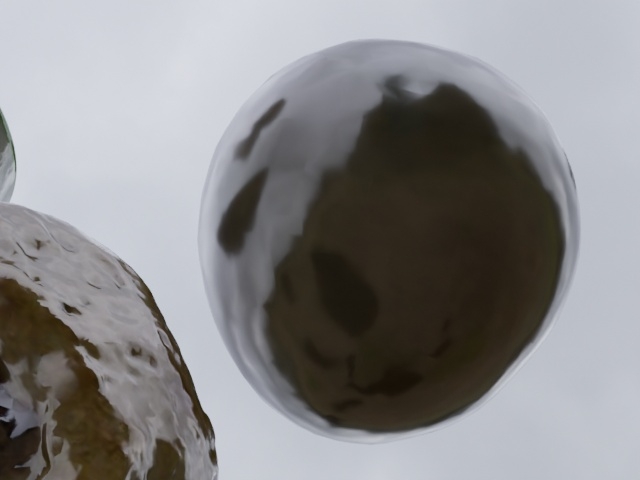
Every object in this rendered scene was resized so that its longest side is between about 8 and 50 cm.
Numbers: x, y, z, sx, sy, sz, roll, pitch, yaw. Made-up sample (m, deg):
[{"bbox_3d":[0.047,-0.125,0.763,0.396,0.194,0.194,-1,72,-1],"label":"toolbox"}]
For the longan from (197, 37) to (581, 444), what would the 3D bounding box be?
[{"bbox_3d":[0.041,0.000,0.877,0.258,0.258,0.258,-12,-49,-14],"label":"longan"}]

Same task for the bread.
[{"bbox_3d":[-0.149,0.084,0.507,0.230,0.230,0.123,-17,-27,-10],"label":"bread"}]

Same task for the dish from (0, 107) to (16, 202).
[{"bbox_3d":[-0.364,-0.061,0.858,0.324,0.124,0.324,15,-36,11],"label":"dish"}]
